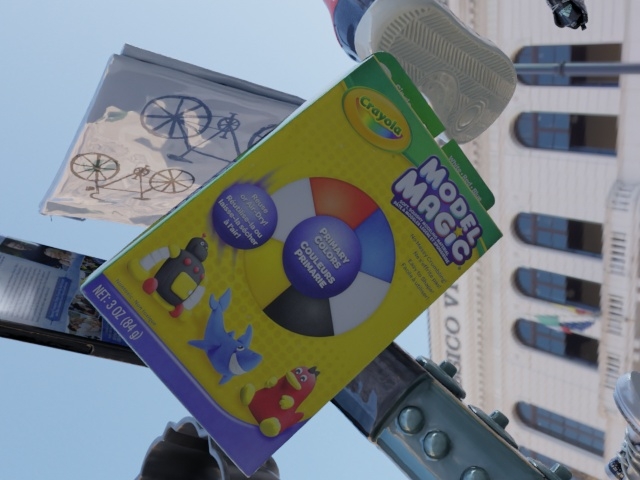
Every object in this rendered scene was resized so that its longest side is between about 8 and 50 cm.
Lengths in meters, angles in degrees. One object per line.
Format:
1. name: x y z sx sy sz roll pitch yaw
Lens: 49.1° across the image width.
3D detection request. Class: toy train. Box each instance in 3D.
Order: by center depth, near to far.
1. toy train: 0.143 0.231 0.765 0.142 0.334 0.190 -48 -35 1

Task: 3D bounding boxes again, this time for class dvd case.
1. dvd case: -0.309 0.060 0.800 0.253 0.180 0.022 16 -66 -18

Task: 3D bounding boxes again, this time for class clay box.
1. clay box: 0.000 0.000 0.382 0.222 0.053 0.127 -41 -78 -13

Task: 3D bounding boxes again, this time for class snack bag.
1. snack bag: -0.188 -0.110 0.982 0.323 0.342 0.037 8 -125 -33

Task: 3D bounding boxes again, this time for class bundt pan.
1. bundt pan: -0.136 0.389 0.860 0.124 0.331 0.330 16 -91 -30

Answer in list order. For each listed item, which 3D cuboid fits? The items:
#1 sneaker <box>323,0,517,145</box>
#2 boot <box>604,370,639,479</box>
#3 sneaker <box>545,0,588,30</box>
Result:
1. sneaker: 0.123 -0.231 0.851 0.131 0.148 0.350 -47 -31 12
2. boot: 0.405 0.268 0.865 0.258 0.123 0.095 43 -147 -20
3. sneaker: 0.240 -0.242 0.700 0.098 0.038 0.069 16 -124 -36
